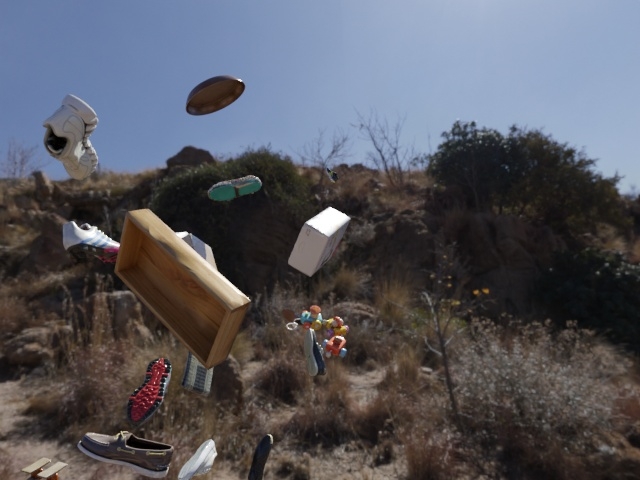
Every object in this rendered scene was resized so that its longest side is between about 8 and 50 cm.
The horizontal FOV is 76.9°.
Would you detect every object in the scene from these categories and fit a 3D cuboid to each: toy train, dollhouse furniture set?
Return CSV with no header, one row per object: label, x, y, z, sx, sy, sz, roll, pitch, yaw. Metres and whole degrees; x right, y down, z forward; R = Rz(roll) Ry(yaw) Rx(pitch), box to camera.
toy train,0.005,0.213,0.983,0.166,0.046,0.125,23,26,25
dollhouse furniture set,-0.989,0.980,1.528,0.258,0.263,0.135,4,4,15

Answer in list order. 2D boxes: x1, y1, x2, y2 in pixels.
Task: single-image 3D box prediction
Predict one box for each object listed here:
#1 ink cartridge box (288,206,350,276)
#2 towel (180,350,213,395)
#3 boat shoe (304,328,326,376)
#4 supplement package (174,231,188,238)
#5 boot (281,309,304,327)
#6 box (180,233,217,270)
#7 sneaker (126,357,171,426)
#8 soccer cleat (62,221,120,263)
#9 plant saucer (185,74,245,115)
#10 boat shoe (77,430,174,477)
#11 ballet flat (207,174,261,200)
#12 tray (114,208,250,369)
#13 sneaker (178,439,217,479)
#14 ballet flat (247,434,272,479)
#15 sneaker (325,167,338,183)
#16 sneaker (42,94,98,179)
ink cartridge box,0.000,0.000,1.850,0.131,0.226,0.306,29,27,11
towel,-0.630,0.625,2.105,0.056,0.325,0.312,0,-28,9
boat shoe,-0.026,0.538,1.944,0.079,0.233,0.084,10,-42,-29
supplement package,-0.734,0.116,1.911,0.292,0.175,0.177,-37,-4,14
boot,-0.096,0.322,1.645,0.118,0.042,0.087,31,-5,22
box,-0.437,0.147,1.417,0.121,0.311,0.148,-29,-29,6
sneaker,-0.576,0.540,1.391,0.103,0.125,0.262,8,28,-1
soccer cleat,-0.908,0.005,1.652,0.115,0.143,0.331,-23,-13,4
plant saucer,-0.278,-0.381,1.049,0.168,0.029,0.168,-28,1,1
boat shoe,-0.680,0.730,1.417,0.323,0.097,0.116,18,-10,1
ballet flat,-0.370,-0.225,1.719,0.240,0.077,0.091,-14,-49,-28
tray,-0.370,0.115,1.040,0.410,0.203,0.076,36,28,21
sneaker,-0.518,0.975,1.753,0.094,0.091,0.258,-31,-1,15
ballet flat,-0.206,0.765,1.408,0.057,0.173,0.049,12,-12,44
sneaker,0.051,-0.276,1.682,0.035,0.083,0.031,-34,-29,14
sneaker,-0.667,-0.247,1.061,0.110,0.118,0.292,31,-37,-9
